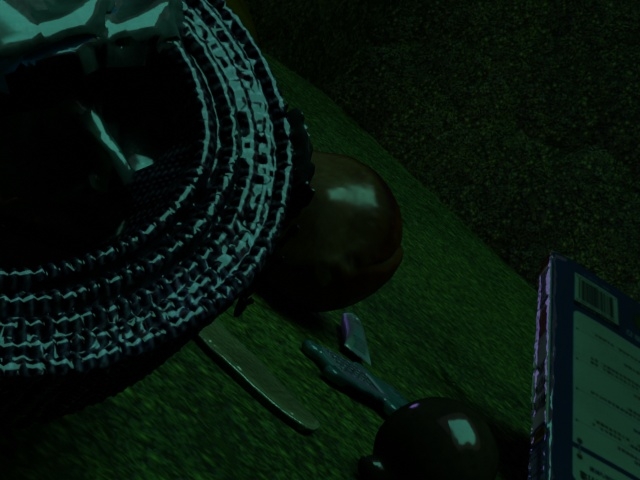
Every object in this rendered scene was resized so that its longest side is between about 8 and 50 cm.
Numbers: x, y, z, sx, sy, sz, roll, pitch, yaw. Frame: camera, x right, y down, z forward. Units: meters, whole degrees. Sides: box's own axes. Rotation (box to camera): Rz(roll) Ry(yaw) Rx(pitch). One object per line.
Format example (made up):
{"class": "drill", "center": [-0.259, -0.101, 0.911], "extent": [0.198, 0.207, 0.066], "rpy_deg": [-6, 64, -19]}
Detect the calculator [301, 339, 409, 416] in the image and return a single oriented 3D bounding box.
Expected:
{"class": "calculator", "center": [0.043, 0.140, 1.498], "extent": [0.141, 0.019, 0.094], "rpy_deg": [32, 9, -37]}

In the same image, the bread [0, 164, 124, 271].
{"class": "bread", "center": [-0.172, -0.022, 0.934], "extent": [0.262, 0.162, 0.204], "rpy_deg": [16, 31, -13]}

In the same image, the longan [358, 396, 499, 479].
{"class": "longan", "center": [0.089, 0.182, 1.257], "extent": [0.119, 0.106, 0.106], "rpy_deg": [-12, 37, -25]}

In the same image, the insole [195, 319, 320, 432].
{"class": "insole", "center": [-0.094, 0.077, 1.284], "extent": [0.248, 0.011, 0.081], "rpy_deg": [41, 9, 12]}

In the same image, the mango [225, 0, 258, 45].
{"class": "mango", "center": [-0.202, -0.224, 1.675], "extent": [0.300, 0.232, 0.446], "rpy_deg": [35, 3, 3]}

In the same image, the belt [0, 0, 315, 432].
{"class": "belt", "center": [-0.164, -0.039, 0.768], "extent": [0.325, 0.122, 0.260], "rpy_deg": [-21, 79, -37]}

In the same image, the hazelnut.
{"class": "hazelnut", "center": [0.000, 0.000, 1.605], "extent": [0.182, 0.182, 0.182], "rpy_deg": [38, 9, -7]}

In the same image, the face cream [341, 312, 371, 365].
{"class": "face cream", "center": [0.037, 0.105, 1.643], "extent": [0.038, 0.020, 0.115], "rpy_deg": [38, 10, -12]}

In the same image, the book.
{"class": "book", "center": [0.358, 0.220, 1.678], "extent": [0.300, 0.039, 0.428], "rpy_deg": [32, 36, -14]}
